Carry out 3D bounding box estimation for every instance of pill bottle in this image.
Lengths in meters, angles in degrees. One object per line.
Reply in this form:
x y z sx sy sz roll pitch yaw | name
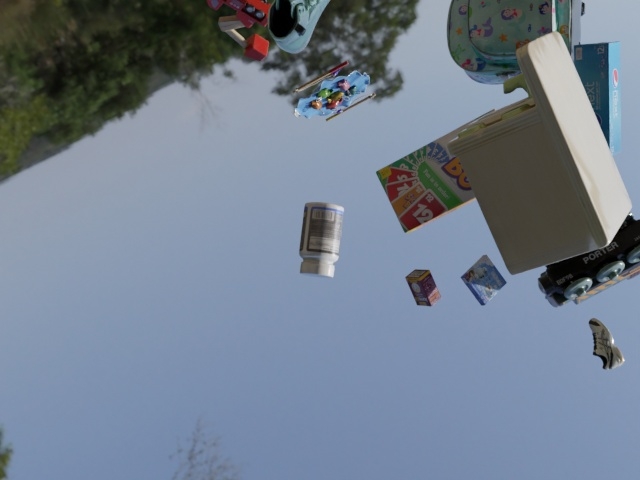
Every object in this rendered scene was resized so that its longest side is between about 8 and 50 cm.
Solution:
0.000 0.000 1.684 0.078 0.137 0.078 7 174 1 | pill bottle

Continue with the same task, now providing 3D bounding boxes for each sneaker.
-0.028 -0.499 1.733 0.094 0.256 0.151 21 -172 7 | sneaker
0.434 0.161 1.364 0.037 0.083 0.032 -27 167 -4 | sneaker

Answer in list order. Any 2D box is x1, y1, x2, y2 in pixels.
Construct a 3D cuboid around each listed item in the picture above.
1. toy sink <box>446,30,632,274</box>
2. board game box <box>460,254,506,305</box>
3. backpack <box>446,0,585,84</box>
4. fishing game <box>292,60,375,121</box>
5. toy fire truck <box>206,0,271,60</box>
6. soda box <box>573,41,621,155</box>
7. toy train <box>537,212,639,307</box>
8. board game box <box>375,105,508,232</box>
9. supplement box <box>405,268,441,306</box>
0.244 -0.102 1.022 0.131 0.234 0.153 -21 -172 33 | toy sink
0.400 0.097 2.155 0.090 0.090 0.020 -41 -171 -25 | board game box
0.377 -0.425 1.751 0.253 0.225 0.191 0 175 31 | backpack
0.030 -0.323 2.009 0.189 0.041 0.264 -26 167 9 | fishing game
-0.173 -0.475 1.888 0.135 0.192 0.047 -34 -140 46 | toy fire truck
0.520 -0.263 1.652 0.067 0.210 0.071 5 -164 35 | soda box
0.706 0.060 2.219 0.334 0.190 0.142 -30 -121 5 | toy train
0.236 -0.123 1.533 0.259 0.124 0.039 -27 172 16 | board game box
0.253 0.116 2.173 0.043 0.083 0.055 -36 -161 -31 | supplement box
